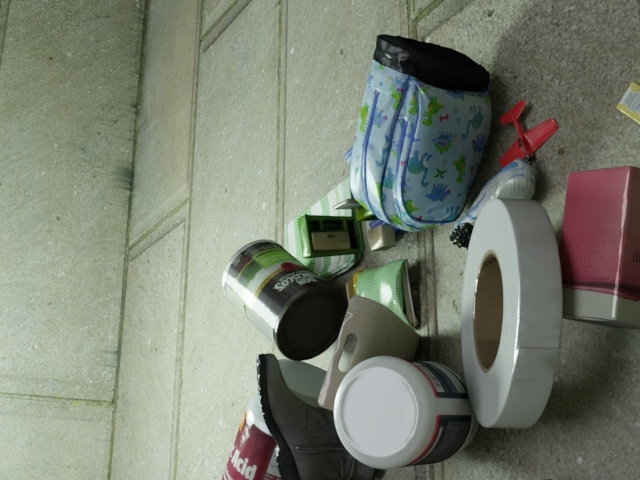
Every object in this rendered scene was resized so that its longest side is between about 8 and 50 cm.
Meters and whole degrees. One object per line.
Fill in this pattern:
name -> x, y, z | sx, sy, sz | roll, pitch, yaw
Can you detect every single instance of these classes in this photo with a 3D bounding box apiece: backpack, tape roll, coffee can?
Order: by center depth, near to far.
tape roll -> 0.313, 0.121, 1.430 | 0.392, 0.072, 0.392 | -176, 90, -86
backpack -> 0.197, -0.197, 1.707 | 0.273, 0.290, 0.355 | 45, 119, 36
coffee can -> -0.094, 0.143, 2.106 | 0.275, 0.201, 0.201 | 36, 112, 46

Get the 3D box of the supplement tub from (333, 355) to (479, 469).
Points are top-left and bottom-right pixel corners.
supplement tub -> 0.164, 0.311, 1.535 | 0.191, 0.272, 0.191 | -7, 76, 30

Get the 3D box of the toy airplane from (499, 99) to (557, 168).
toy airplane -> 0.388, -0.206, 1.630 | 0.151, 0.028, 0.151 | -28, 56, 51

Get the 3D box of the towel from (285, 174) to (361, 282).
towel -> 0.000, 0.000, 2.213 | 0.325, 0.038, 0.247 | -36, 49, 50

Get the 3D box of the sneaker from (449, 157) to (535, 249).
sneaker -> 0.334, -0.064, 1.635 | 0.237, 0.085, 0.086 | -52, 13, 44

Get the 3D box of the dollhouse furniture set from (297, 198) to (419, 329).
dollhouse furniture set -> 0.080, 0.069, 1.881 | 0.197, 0.151, 0.301 | -25, 70, 55

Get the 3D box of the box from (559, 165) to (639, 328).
box -> 0.462, 0.015, 1.301 | 0.127, 0.149, 0.232 | -2, 79, 59

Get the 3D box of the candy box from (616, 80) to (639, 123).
candy box -> 0.544, -0.167, 1.265 | 0.053, 0.109, 0.186 | -65, 32, 22

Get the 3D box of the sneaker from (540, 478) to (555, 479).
sneaker -> 0.341, 0.537, 1.374 | 0.321, 0.125, 0.180 | -63, 27, 5

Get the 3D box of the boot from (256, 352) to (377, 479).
boot -> -0.007, 0.376, 1.830 | 0.118, 0.223, 0.338 | -114, 9, -76

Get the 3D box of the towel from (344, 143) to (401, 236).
towel -> 0.159, -0.171, 2.001 | 0.243, 0.040, 0.336 | -53, 38, 36

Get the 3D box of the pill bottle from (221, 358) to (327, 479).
pill bottle -> -0.094, 0.497, 2.005 | 0.224, 0.224, 0.392 | 39, 114, 57

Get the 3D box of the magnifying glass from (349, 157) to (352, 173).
magnifying glass -> 0.146, -0.228, 1.954 | 0.231, 0.092, 0.026 | -58, 29, 7

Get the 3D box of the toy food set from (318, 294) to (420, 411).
toy food set -> 0.096, 0.255, 1.691 | 0.092, 0.306, 0.219 | 12, 75, 29
